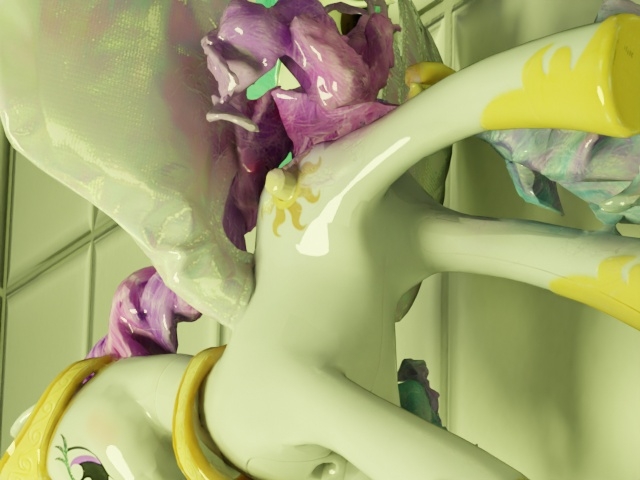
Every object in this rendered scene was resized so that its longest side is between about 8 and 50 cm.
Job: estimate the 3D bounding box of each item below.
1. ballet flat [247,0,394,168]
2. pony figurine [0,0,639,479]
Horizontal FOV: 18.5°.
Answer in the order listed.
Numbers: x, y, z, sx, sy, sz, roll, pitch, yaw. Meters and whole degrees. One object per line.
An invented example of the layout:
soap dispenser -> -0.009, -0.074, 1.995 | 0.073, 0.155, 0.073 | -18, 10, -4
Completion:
ballet flat -> 0.006, -0.133, 1.125 | 0.087, 0.083, 0.247 | 39, 125, 50
pony figurine -> 0.000, 0.000, 0.842 | 0.363, 0.303, 0.351 | -2, 69, 47
